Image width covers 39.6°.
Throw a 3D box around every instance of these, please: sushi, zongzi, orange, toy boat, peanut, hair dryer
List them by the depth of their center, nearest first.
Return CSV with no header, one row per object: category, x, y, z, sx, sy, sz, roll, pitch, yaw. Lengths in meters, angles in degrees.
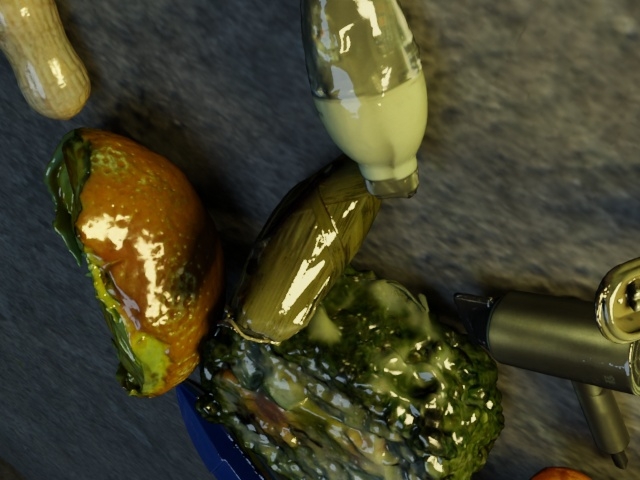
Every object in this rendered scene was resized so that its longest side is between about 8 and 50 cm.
zongzi,-0.002,0.001,0.868,0.094,0.205,0.204,37,143,-10
hair dryer,0.253,0.152,0.898,0.195,0.078,0.248,8,138,42
sushi,0.036,0.174,1.035,0.351,0.178,0.294,30,142,16
peanut,-0.339,-0.235,1.051,0.087,0.087,0.207,12,136,37
orange,-0.232,0.016,1.107,0.262,0.196,0.335,-14,105,57
toy boat,-0.151,0.350,1.500,0.295,0.088,0.129,50,147,9

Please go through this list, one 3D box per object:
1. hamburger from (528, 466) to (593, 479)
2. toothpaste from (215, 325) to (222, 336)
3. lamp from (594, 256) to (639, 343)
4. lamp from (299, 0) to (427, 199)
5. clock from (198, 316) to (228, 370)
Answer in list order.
hamburger,0.294,0.392,0.933,0.225,0.291,0.291,21,140,37
toothpaste,-0.082,0.209,1.222,0.268,0.047,0.069,45,164,2
lamp,0.273,-0.056,0.546,0.124,0.203,0.283,52,153,21
lamp,0.038,-0.147,0.759,0.101,0.101,0.250,9,126,39
clock,-0.084,0.207,1.304,0.226,0.049,0.226,27,141,24
